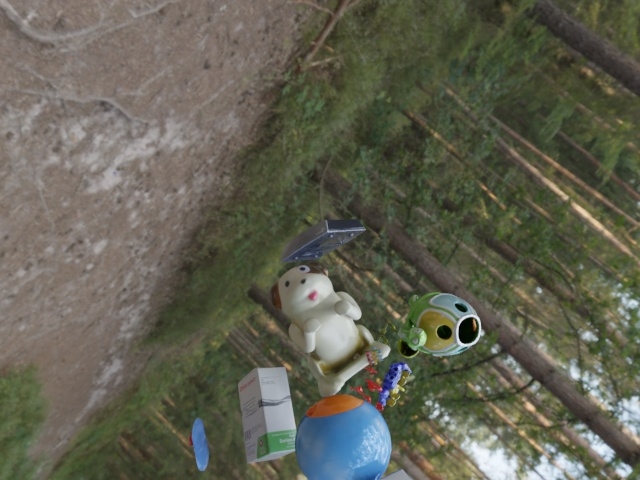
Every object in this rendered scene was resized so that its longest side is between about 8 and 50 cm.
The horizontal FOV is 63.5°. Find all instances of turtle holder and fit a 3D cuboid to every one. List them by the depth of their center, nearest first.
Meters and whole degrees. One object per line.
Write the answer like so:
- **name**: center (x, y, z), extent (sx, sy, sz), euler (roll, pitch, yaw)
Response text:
- **turtle holder**: center (0.442, 0.308, 1.921), extent (0.227, 0.320, 0.243), euler (5, -107, 56)

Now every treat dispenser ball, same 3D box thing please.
- **treat dispenser ball**: center (0.068, 0.612, 1.552), extent (0.288, 0.288, 0.288), euler (-49, 170, -12)

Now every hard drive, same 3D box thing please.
- **hard drive**: center (0.000, 0.000, 1.612), extent (0.172, 0.054, 0.255), euler (-4, 161, -40)

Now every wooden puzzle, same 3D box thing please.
- **wooden puzzle**: center (0.177, 0.381, 1.699), extent (0.006, 0.049, 0.083), euler (-85, 162, -56)

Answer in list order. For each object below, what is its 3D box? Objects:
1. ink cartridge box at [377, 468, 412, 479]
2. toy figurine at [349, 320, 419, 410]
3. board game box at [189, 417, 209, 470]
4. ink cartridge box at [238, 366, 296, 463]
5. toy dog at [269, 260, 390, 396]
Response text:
- **ink cartridge box**: center (0.181, 0.745, 1.415), extent (0.140, 0.082, 0.190), euler (-10, 115, -31)
- **toy figurine**: center (0.280, 0.548, 2.137), extent (0.362, 0.191, 0.217), euler (-58, 155, -29)
- **board game box**: center (-0.419, 0.690, 1.743), extent (0.033, 0.168, 0.133), euler (-12, 180, 3)
- **ink cartridge box**: center (-0.191, 0.618, 1.839), extent (0.122, 0.289, 0.211), euler (4, 150, -29)
- **toy dog**: center (0.008, 0.268, 1.837), extent (0.285, 0.408, 0.395), euler (-31, -171, -2)
